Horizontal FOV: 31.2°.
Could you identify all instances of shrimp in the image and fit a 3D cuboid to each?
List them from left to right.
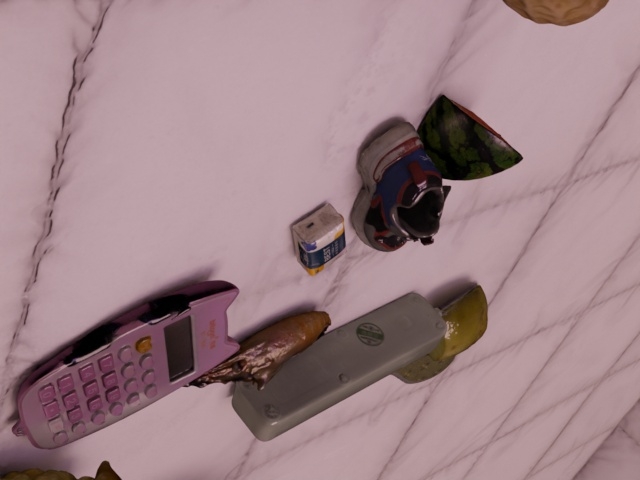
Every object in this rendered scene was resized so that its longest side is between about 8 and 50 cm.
[{"bbox_3d":[-0.088,0.172,1.544,0.262,0.066,0.117,-24,149,-29],"label":"shrimp"}]

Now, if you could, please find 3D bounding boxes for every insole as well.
[{"bbox_3d":[0.172,0.215,2.040,0.109,0.007,0.322,-47,155,10],"label":"insole"}]

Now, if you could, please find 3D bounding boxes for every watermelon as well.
[{"bbox_3d":[0.191,-0.127,1.445,0.094,0.135,0.125,-68,176,-47],"label":"watermelon"}]

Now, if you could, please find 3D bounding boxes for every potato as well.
[{"bbox_3d":[0.245,0.133,1.889,0.149,0.081,0.120,-33,176,-18],"label":"potato"}]

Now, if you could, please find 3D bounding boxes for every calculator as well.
[{"bbox_3d":[-0.228,0.148,1.344,0.294,0.043,0.194,-27,152,-21],"label":"calculator"}]

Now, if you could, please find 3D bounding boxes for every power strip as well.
[{"bbox_3d":[0.042,0.179,1.706,0.385,0.091,0.062,-23,150,-35],"label":"power strip"}]

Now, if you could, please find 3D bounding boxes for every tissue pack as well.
[{"bbox_3d":[0.000,0.000,1.421,0.062,0.042,0.083,-36,154,-17],"label":"tissue pack"}]

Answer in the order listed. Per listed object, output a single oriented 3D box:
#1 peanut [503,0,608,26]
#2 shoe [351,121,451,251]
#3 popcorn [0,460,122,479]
[{"bbox_3d":[0.221,-0.319,1.127,0.153,0.140,0.325,-58,151,-8],"label":"peanut"},{"bbox_3d":[0.113,-0.042,1.422,0.099,0.125,0.227,-36,152,-19],"label":"shoe"},{"bbox_3d":[-0.332,0.391,1.367,0.258,0.224,0.270,5,114,-62],"label":"popcorn"}]
